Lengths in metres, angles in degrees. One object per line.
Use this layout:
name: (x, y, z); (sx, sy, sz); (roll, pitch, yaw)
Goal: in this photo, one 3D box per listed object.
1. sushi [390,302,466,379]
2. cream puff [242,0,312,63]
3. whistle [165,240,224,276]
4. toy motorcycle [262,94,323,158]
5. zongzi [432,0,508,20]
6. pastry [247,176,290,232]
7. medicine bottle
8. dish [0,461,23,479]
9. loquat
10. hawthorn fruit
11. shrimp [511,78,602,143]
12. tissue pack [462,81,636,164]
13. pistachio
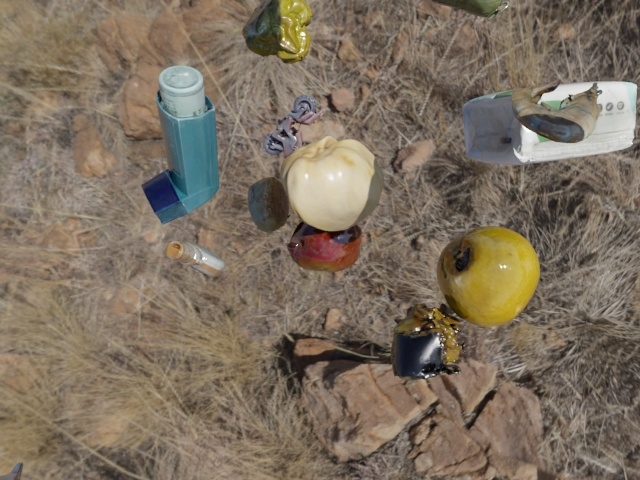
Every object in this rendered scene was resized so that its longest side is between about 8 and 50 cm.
sushi: (0.298, 0.280, 1.459); (0.200, 0.213, 0.204); (0, 85, 2)
cream puff: (-0.069, -0.393, 0.966); (0.146, 0.116, 0.146); (-41, 26, 24)
whistle: (-0.276, 0.038, 1.138); (0.107, 0.220, 0.057); (31, 86, 11)
toy motorcycle: (-0.070, -0.316, 1.510); (0.118, 0.084, 0.212); (40, 118, -9)
zongzi: (0.134, -0.267, 0.466); (0.109, 0.055, 0.119); (25, 87, 12)
pastry: (-0.175, -0.126, 1.811); (0.093, 0.192, 0.182); (-8, 108, 22)
medicine bottle: (-0.222, -0.142, 0.816); (0.079, 0.124, 0.258); (57, 152, 30)
dish: (-0.422, 0.382, 0.591); (0.236, 0.086, 0.228); (-132, 58, -68)
loquat: (0.452, 0.101, 1.401); (0.274, 0.275, 0.275); (-4, 80, 26)
hawthorn fruit: (0.000, 0.000, 1.599); (0.208, 0.248, 0.208); (174, 90, -65)
shrimp: (0.405, -0.231, 0.903); (0.145, 0.254, 0.059); (25, 135, 18)
tissue pack: (0.598, -0.314, 1.390); (0.356, 0.266, 0.194); (-10, 103, -16)
pistachio: (0.037, -0.144, 1.325); (0.229, 0.321, 0.238); (24, 102, 35)
